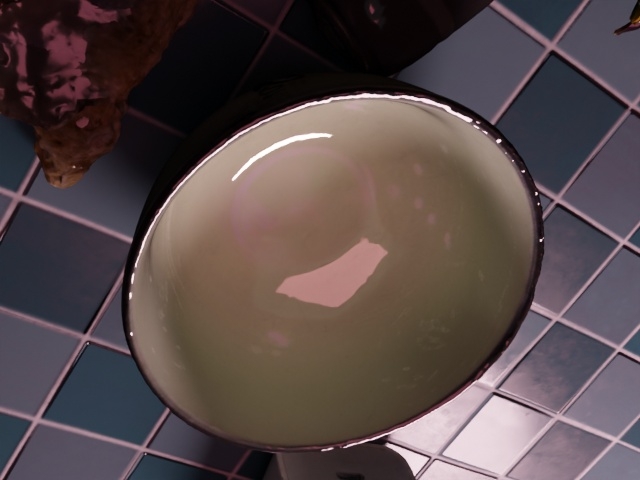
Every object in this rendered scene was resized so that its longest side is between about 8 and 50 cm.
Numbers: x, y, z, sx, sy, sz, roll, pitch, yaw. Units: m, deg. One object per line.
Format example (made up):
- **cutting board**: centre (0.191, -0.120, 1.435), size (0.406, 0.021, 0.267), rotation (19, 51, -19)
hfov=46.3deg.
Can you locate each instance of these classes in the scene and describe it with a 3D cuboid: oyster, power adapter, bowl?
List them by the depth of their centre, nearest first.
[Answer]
- **oyster**: centre (-0.177, -0.180, 0.563), size (0.166, 0.110, 0.341), rotation (18, 115, -23)
- **bowl**: centre (0.000, 0.000, 0.677), size (0.353, 0.185, 0.354), rotation (-7, 122, -11)
- **power adapter**: centre (-0.005, 0.386, 0.950), size (0.187, 0.124, 0.255), rotation (13, 116, -21)

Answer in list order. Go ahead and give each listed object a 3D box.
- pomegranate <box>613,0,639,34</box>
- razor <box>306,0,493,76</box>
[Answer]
- **pomegranate**: centre (0.371, -0.233, 0.625), size (0.235, 0.210, 0.210), rotation (-16, 124, -6)
- **razor**: centre (0.124, -0.288, 0.577), size (0.349, 0.113, 0.204), rotation (-34, 123, 5)
